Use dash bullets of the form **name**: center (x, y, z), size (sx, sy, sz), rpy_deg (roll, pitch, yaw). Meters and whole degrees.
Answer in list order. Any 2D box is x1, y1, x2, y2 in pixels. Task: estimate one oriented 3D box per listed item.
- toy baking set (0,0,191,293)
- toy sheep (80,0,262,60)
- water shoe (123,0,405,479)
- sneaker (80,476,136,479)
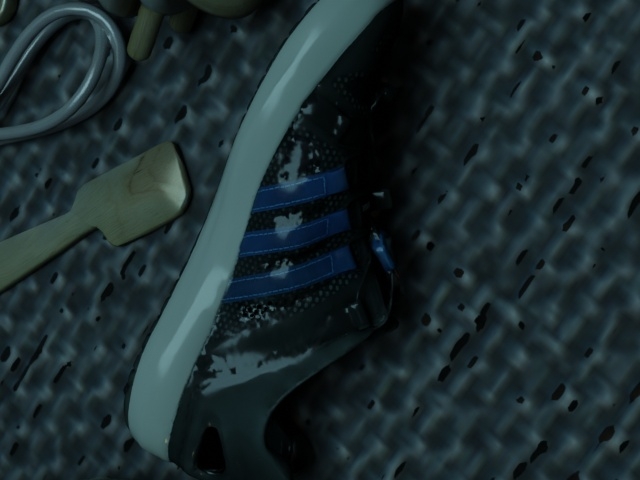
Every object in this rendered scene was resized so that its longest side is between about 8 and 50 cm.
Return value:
- **toy baking set**: center (-0.176, -0.048, 0.736), size (0.256, 0.030, 0.197), rpy_deg (43, 109, 25)
- **toy sheep**: center (-0.075, -0.128, 0.648), size (0.132, 0.091, 0.091), rpy_deg (33, 106, 8)
- **water shoe**: center (0.000, 0.000, 0.618), size (0.080, 0.073, 0.203), rpy_deg (27, 107, 7)
- **sneaker**: center (-0.211, 0.199, 0.681), size (0.350, 0.148, 0.131), rpy_deg (-37, 71, 25)
